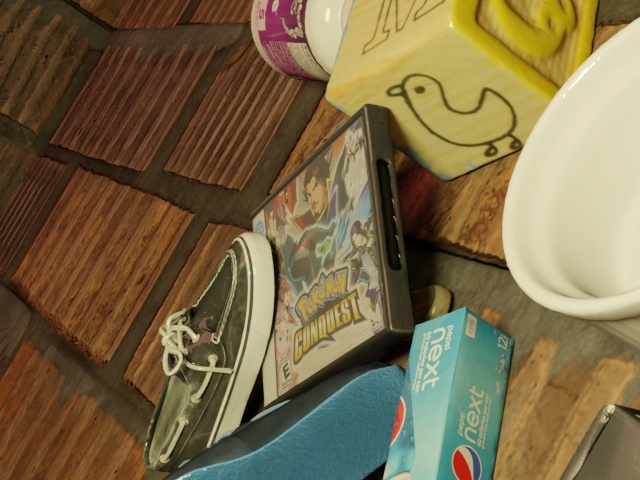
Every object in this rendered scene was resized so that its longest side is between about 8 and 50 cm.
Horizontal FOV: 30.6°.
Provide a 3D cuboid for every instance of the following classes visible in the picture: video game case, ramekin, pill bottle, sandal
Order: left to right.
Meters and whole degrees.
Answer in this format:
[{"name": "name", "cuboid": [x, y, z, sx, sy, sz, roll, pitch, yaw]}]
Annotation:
[{"name": "video game case", "cuboid": [0.003, 0.027, 1.255, 0.275, 0.035, 0.248, -40, 48, 52]}, {"name": "pill bottle", "cuboid": [0.035, -0.291, 1.549, 0.169, 0.169, 0.301, -60, 26, -5]}, {"name": "sandal", "cuboid": [0.061, 0.087, 1.227, 0.180, 0.049, 0.072, -32, 36, 42]}, {"name": "ramekin", "cuboid": [0.283, -0.039, 0.889, 0.277, 0.135, 0.277, -40, 31, 30]}]

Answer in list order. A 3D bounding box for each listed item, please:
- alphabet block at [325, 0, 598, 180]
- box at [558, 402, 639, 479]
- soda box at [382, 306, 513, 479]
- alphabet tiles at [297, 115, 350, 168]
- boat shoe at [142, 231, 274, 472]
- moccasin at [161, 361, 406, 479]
[{"name": "alphabet block", "cuboid": [0.152, -0.209, 1.239, 0.197, 0.192, 0.194, -25, 42, 49]}, {"name": "box", "cuboid": [0.213, 0.308, 0.522, 0.395, 0.097, 0.318, 38, 105, 46]}, {"name": "soda box", "cuboid": [0.110, 0.170, 1.034, 0.071, 0.067, 0.210, -25, 40, 47]}, {"name": "alphabet tiles", "cuboid": [0.039, -0.137, 1.449, 0.198, 0.009, 0.237, -33, 12, 37]}, {"name": "boat shoe", "cuboid": [-0.137, 0.131, 1.344, 0.113, 0.104, 0.306, 55, 131, 56]}, {"name": "moccasin", "cuboid": [-0.051, 0.239, 1.134, 0.342, 0.138, 0.117, -28, 5, -7]}]
